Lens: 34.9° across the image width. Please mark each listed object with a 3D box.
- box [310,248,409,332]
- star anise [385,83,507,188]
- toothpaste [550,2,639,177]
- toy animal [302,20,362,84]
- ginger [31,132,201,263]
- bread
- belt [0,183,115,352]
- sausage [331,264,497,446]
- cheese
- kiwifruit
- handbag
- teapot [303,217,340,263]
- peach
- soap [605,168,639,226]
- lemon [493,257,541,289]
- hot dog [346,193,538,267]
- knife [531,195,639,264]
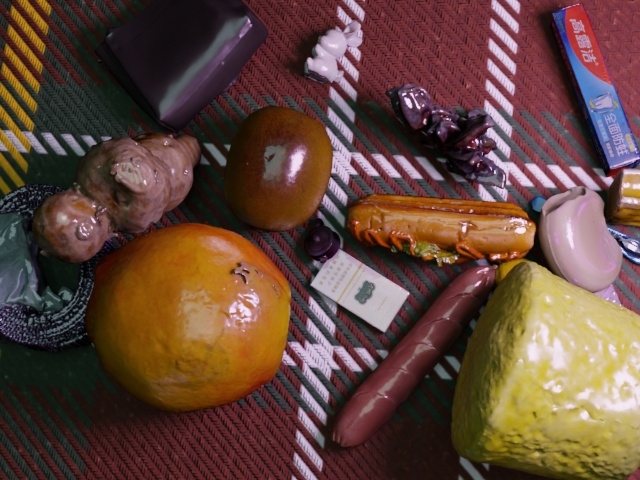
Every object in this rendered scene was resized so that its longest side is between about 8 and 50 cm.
[{"bbox_3d":[0.074,0.092,1.907,0.167,0.024,0.090,32,84,11],"label":"box"},{"bbox_3d":[0.238,-0.200,1.859,0.283,0.212,0.129,35,99,19],"label":"star anise"},{"bbox_3d":[0.511,-0.280,1.897,0.066,0.076,0.320,-19,78,6],"label":"toothpaste"},{"bbox_3d":[0.020,-0.367,1.971,0.085,0.071,0.124,22,83,10],"label":"toy animal"},{"bbox_3d":[-0.344,-0.102,1.840,0.256,0.375,0.176,-37,94,32],"label":"ginger"},{"bbox_3d":[0.395,0.228,1.694,0.308,0.348,0.348,16,82,0],"label":"bread"},{"bbox_3d":[-0.522,0.051,1.934,0.260,0.122,0.324,-14,78,-1],"label":"belt"},{"bbox_3d":[0.173,0.206,1.839,0.088,0.088,0.433,42,91,11],"label":"sausage"},{"bbox_3d":[0.485,0.048,1.817,0.163,0.082,0.286,-35,103,-36],"label":"cheese"},{"bbox_3d":[-0.081,-0.127,1.882,0.196,0.196,0.234,21,89,10],"label":"kiwifruit"},{"bbox_3d":[-0.276,-0.386,1.988,0.285,0.113,0.257,-46,73,4],"label":"handbag"},{"bbox_3d":[0.000,0.000,1.912,0.068,0.045,0.100,-20,56,23],"label":"teapot"},{"bbox_3d":[-0.235,0.140,1.788,0.373,0.372,0.289,3,47,7],"label":"peach"},{"bbox_3d":[0.649,-0.064,1.802,0.258,0.160,0.080,6,79,6],"label":"soap"},{"bbox_3d":[0.366,0.073,1.849,0.111,0.082,0.082,11,81,20],"label":"lemon"},{"bbox_3d":[0.219,-0.016,1.846,0.349,0.158,0.117,4,99,7],"label":"hot dog"},{"bbox_3d":[0.525,-0.007,1.874,0.297,0.026,0.044,25,95,9],"label":"knife"}]
